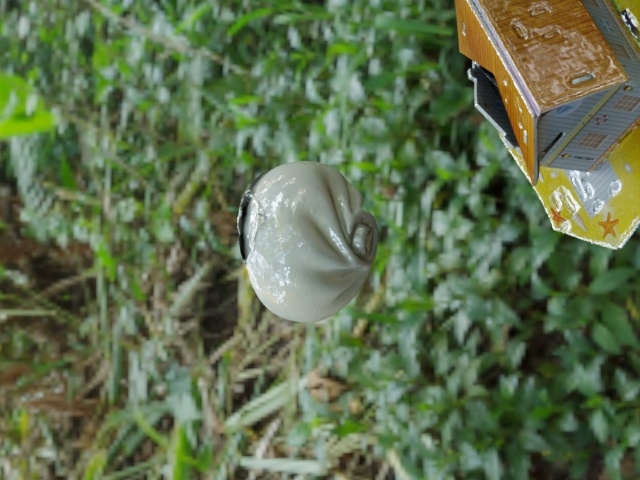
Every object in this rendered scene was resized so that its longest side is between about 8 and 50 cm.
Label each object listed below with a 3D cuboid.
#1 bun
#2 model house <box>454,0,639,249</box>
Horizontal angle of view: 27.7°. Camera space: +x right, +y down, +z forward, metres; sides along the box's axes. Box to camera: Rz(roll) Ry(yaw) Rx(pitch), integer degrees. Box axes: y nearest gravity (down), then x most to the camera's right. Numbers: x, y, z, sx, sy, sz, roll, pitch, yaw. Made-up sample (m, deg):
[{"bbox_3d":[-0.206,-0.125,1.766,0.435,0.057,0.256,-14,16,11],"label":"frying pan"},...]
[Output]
[{"bbox_3d":[0.000,0.000,1.370,0.120,0.173,0.172,-6,81,25],"label":"bun"},{"bbox_3d":[0.176,-0.114,1.017,0.207,0.136,0.219,-50,48,39],"label":"model house"}]
